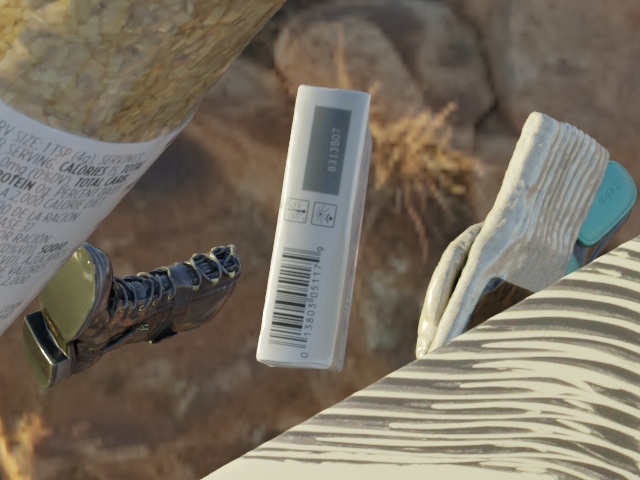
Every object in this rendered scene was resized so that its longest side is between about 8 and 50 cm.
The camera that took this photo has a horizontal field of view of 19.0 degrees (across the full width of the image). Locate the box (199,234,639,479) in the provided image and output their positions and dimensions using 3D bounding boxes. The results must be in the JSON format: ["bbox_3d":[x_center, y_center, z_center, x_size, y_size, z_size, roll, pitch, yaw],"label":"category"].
[{"bbox_3d":[0.086,0.099,0.810,0.275,0.094,0.113,-30,62,4],"label":"box"}]

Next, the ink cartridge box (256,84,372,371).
[{"bbox_3d":[0.000,0.000,1.368,0.066,0.232,0.189,8,86,-1],"label":"ink cartridge box"}]

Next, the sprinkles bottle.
[{"bbox_3d":[-0.106,-0.045,0.566,0.121,0.355,0.121,28,37,-23],"label":"sprinkles bottle"}]

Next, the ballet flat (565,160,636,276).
[{"bbox_3d":[0.155,0.006,1.339,0.074,0.074,0.203,24,36,22],"label":"ballet flat"}]

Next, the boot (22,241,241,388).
[{"bbox_3d":[-0.183,0.048,1.973,0.229,0.263,0.091,-20,70,-28],"label":"boot"}]

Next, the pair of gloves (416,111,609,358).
[{"bbox_3d":[0.157,0.056,1.170,0.042,0.240,0.204,27,84,47],"label":"pair of gloves"}]
